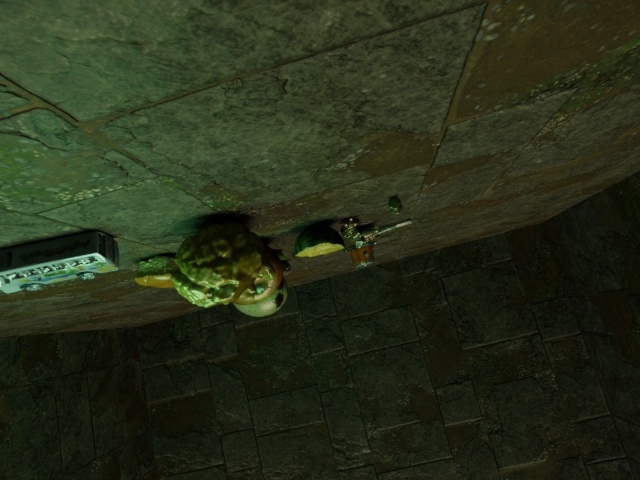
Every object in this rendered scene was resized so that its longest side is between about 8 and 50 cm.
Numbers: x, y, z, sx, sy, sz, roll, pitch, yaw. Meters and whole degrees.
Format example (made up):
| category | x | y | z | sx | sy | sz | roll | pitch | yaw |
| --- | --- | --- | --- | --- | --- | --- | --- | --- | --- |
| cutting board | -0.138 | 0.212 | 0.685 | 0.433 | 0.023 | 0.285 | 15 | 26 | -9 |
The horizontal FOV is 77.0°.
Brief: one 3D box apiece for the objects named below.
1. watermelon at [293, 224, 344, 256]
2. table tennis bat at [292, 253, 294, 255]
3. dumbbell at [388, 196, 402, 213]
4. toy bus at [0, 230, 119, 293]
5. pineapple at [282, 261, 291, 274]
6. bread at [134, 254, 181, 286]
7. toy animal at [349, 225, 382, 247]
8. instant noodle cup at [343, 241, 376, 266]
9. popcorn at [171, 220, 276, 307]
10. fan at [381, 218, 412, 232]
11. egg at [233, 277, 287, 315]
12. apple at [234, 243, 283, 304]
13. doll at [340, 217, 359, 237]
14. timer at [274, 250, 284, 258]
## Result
| category | x | y | z | sx | sy | sz | roll | pitch | yaw |
| --- | --- | --- | --- | --- | --- | --- | --- | --- | --- |
| watermelon | -0.006 | 0.000 | 1.698 | 0.232 | 0.127 | 0.204 | -7 | 167 | -22 |
| table tennis bat | -0.080 | 0.060 | 2.181 | 0.130 | 0.019 | 0.220 | -9 | 169 | -22 |
| dumbbell | 0.296 | -0.137 | 1.588 | 0.046 | 0.052 | 0.118 | 26 | 179 | 17 |
| toy bus | -0.770 | 0.061 | 1.159 | 0.330 | 0.108 | 0.136 | -13 | 159 | -6 |
| pineapple | -0.230 | 0.180 | 2.419 | 0.103 | 0.083 | 0.221 | -7 | 169 | -26 |
| bread | -0.624 | 0.132 | 1.629 | 0.174 | 0.121 | 0.245 | -16 | 171 | 6 |
| toy animal | 0.227 | -0.033 | 1.961 | 0.188 | 0.089 | 0.179 | -20 | -176 | 26 |
| instant noodle cup | 0.258 | 0.093 | 2.470 | 0.208 | 0.125 | 0.178 | -19 | 167 | 22 |
| popcorn | -0.323 | 0.067 | 1.330 | 0.335 | 0.275 | 0.279 | -49 | 151 | -32 |
| fan | 0.331 | -0.061 | 2.060 | 0.282 | 0.023 | 0.057 | -17 | -163 | 8 |
| egg | -0.352 | 0.286 | 2.271 | 0.288 | 0.287 | 0.379 | -4 | 172 | -40 |
| apple | -0.310 | 0.131 | 1.749 | 0.278 | 0.250 | 0.309 | 18 | 128 | -41 |
| doll | 0.127 | -0.053 | 1.735 | 0.078 | 0.076 | 0.113 | -4 | 167 | -5 |
| timer | -0.261 | 0.086 | 2.022 | 0.140 | 0.047 | 0.128 | -19 | 166 | 23 |
